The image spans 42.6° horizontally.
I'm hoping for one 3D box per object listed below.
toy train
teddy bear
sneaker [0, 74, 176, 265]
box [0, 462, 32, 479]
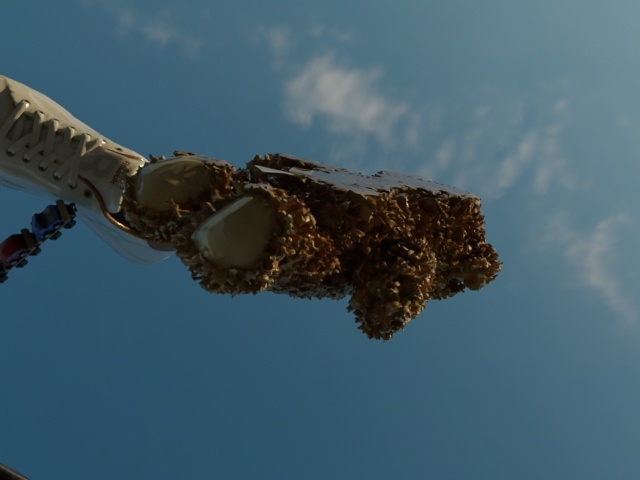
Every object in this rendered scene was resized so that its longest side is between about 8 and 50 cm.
[{"bbox_3d":[-0.296,0.007,0.802,0.158,0.036,0.027,-34,-108,23],"label":"toy train"},{"bbox_3d":[0.000,0.000,0.670,0.245,0.338,0.113,21,-75,27],"label":"teddy bear"},{"bbox_3d":[-0.244,-0.085,0.824,0.290,0.123,0.106,35,-116,-23],"label":"sneaker"},{"bbox_3d":[-0.243,0.280,0.392,0.179,0.312,0.343,30,-118,-2],"label":"box"}]
